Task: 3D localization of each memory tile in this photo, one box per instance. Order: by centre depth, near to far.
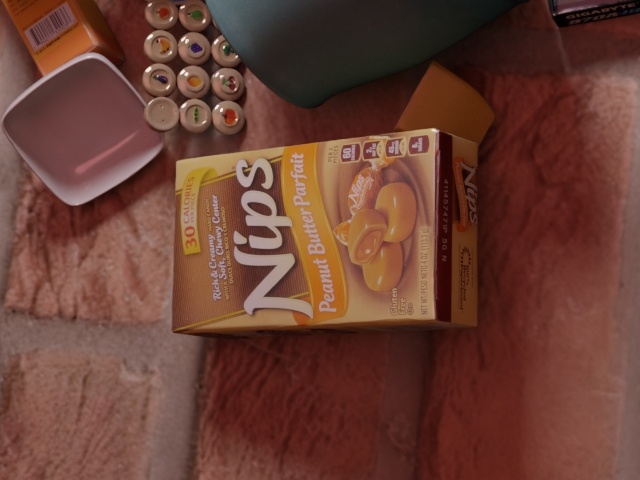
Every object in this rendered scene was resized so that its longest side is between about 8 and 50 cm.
[{"bbox_3d":[-0.134,-0.186,1.692,0.113,0.012,0.148,2,82,-19],"label":"memory tile"}]

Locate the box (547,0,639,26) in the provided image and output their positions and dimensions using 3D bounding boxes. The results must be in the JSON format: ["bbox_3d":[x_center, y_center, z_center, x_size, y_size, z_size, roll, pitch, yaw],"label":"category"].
[{"bbox_3d":[0.330,-0.320,1.595,0.220,0.051,0.175,-8,80,15],"label":"box"}]

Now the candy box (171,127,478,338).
[{"bbox_3d":[0.000,0.000,1.573,0.316,0.087,0.183,-5,80,34],"label":"candy box"}]

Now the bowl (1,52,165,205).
[{"bbox_3d":[-0.253,-0.125,1.702,0.142,0.053,0.142,-33,117,9],"label":"bowl"}]

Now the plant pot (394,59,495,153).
[{"bbox_3d":[0.130,-0.122,1.609,0.083,0.081,0.081,30,90,5],"label":"plant pot"}]

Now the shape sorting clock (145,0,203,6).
[{"bbox_3d":[-0.150,-0.355,1.738,0.206,0.040,0.206,-2,81,15],"label":"shape sorting clock"}]

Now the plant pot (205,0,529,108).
[{"bbox_3d":[0.030,-0.275,1.574,0.255,0.272,0.271,-36,74,23],"label":"plant pot"}]

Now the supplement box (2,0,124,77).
[{"bbox_3d":[-0.309,-0.281,1.753,0.080,0.078,0.233,-31,75,12],"label":"supplement box"}]
